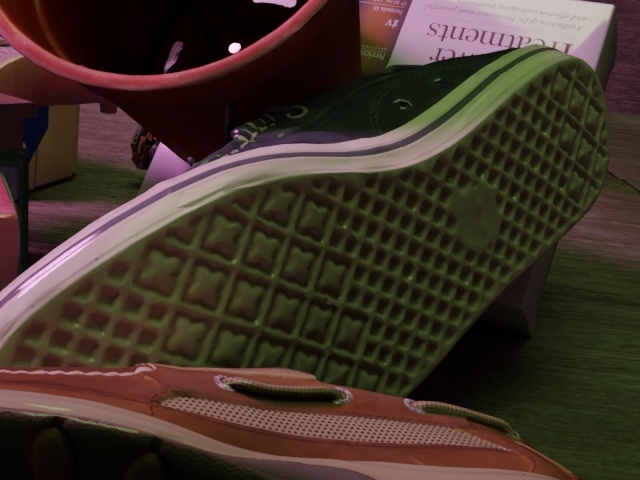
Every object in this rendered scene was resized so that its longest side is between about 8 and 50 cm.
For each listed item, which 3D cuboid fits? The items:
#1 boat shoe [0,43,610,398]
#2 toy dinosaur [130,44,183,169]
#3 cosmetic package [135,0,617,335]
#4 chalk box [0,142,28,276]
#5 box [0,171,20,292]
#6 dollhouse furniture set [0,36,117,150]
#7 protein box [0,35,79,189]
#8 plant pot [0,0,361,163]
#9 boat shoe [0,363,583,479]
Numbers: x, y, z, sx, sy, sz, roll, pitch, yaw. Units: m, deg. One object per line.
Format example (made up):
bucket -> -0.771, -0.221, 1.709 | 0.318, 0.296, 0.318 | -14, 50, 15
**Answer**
boat shoe -> 0.000, 0.000, 0.575 | 0.156, 0.187, 0.500 | 9, 31, 45
toy dinosaur -> -0.078, -0.147, 1.023 | 0.322, 0.218, 0.164 | -34, 0, 45
cosmetic package -> 0.050, -0.101, 0.842 | 0.377, 0.285, 0.097 | 14, -14, 23
chalk box -> -0.292, -0.021, 0.688 | 0.132, 0.133, 0.213 | -1, 19, -24
box -> -0.281, 0.038, 0.465 | 0.232, 0.149, 0.127 | -2, 20, -25
dollhouse furniture set -> -0.263, -0.188, 0.724 | 0.303, 0.174, 0.355 | 18, 20, 32
protein box -> -0.396, -0.174, 1.031 | 0.201, 0.200, 0.136 | 11, 16, 14
plant pot -> -0.082, -0.183, 0.700 | 0.272, 0.273, 0.265 | 11, -14, 11
boat shoe -> -0.032, 0.113, 0.387 | 0.323, 0.123, 0.120 | 13, 17, -10
